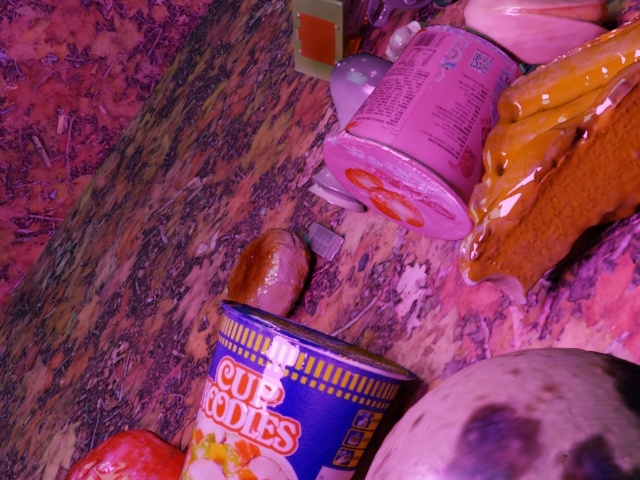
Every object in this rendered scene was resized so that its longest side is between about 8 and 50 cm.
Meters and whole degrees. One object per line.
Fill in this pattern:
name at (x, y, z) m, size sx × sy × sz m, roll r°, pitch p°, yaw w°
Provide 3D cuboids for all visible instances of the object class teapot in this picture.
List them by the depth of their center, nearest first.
teapot at (0.075, -0.178, 1.751) m, size 0.250 × 0.184 × 0.183 m, roll -68°, pitch 24°, yaw 8°
teapot at (0.162, -0.493, 1.969) m, size 0.239 × 0.163 × 0.148 m, roll -39°, pitch 43°, yaw 45°

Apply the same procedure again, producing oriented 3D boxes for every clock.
clock at (0.046, -0.483, 2.096) m, size 0.219 × 0.106 × 0.255 m, roll 89°, pitch -154°, yaw -56°

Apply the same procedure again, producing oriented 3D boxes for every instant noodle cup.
instant noodle cup at (-0.058, 0.270, 1.389) m, size 0.284 × 0.284 × 0.312 m, roll 20°, pitch 88°, yaw 64°
instant noodle cup at (0.159, -0.159, 1.495) m, size 0.231 × 0.243 × 0.243 m, roll -59°, pitch 24°, yaw -17°

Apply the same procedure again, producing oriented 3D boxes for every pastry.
pastry at (-0.092, 0.074, 1.832) m, size 0.192 × 0.093 × 0.182 m, roll -25°, pitch 41°, yaw 55°

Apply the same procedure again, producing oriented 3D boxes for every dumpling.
dumpling at (0.159, -0.364, 1.944) m, size 0.076 × 0.057 × 0.052 m, roll -33°, pitch -11°, yaw 0°

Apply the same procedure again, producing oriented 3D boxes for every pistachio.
pistachio at (0.298, -0.303, 1.462) m, size 0.145 × 0.201 × 0.117 m, roll -24°, pitch -58°, yaw -65°

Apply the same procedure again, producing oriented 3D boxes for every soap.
soap at (0.333, -0.095, 1.173) m, size 0.339 × 0.169 × 0.304 m, roll -23°, pitch 42°, yaw 53°

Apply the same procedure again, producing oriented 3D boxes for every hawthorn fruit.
hawthorn fruit at (-0.267, 0.386, 1.650) m, size 0.271 × 0.242 × 0.242 m, roll -55°, pitch 24°, yaw -13°

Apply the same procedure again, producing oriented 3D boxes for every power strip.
power strip at (0.000, 0.000, 1.837) m, size 0.051 × 0.019 × 0.136 m, roll -60°, pitch 25°, yaw 1°

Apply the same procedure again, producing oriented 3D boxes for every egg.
egg at (0.184, 0.290, 0.798) m, size 0.345 × 0.345 × 0.427 m, roll -30°, pitch 43°, yaw 45°

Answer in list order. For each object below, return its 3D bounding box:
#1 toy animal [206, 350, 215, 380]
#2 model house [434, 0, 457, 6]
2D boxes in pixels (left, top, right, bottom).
toy animal at (-0.106, 0.237, 1.625) m, size 0.251 × 0.126 × 0.127 m, roll -136°, pitch 37°, yaw -74°
model house at (0.300, -0.622, 1.662) m, size 0.343 × 0.334 × 0.382 m, roll -20°, pitch 18°, yaw 28°
